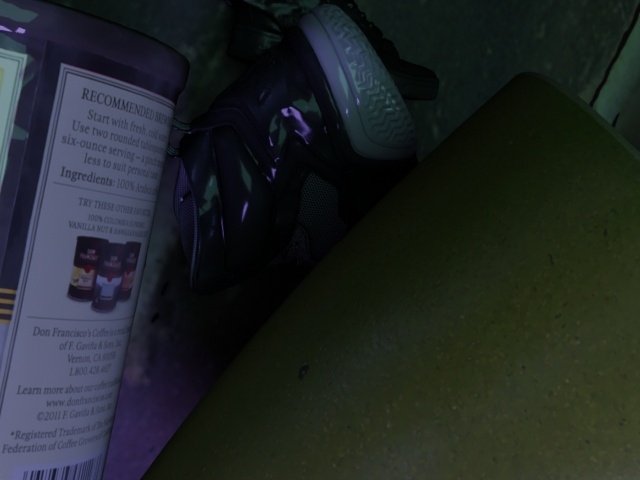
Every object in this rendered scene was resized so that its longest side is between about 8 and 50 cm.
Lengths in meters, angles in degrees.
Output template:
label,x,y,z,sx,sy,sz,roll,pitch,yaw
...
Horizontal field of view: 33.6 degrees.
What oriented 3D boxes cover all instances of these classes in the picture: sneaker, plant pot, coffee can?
label,x,y,z,sx,sy,sz,roll,pitch,yaw
sneaker,0.000,0.000,0.639,0.153,0.101,0.268,-27,126,2
plant pot,0.052,0.117,0.503,0.293,0.275,0.274,-35,110,2
coffee can,-0.186,0.030,0.491,0.202,0.201,0.275,11,90,-26
sneaker,0.004,-0.142,0.647,0.170,0.051,0.089,9,94,-23
